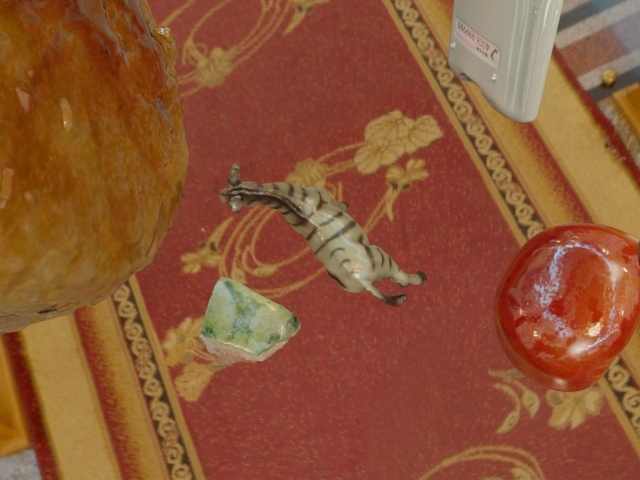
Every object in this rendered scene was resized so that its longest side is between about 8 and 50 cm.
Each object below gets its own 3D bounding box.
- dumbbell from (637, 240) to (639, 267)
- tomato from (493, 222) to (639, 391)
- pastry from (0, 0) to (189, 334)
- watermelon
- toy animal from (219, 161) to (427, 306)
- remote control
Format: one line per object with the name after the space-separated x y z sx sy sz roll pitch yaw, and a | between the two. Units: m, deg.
0.397 0.066 0.788 0.082 0.231 0.092 22 62 41 | dumbbell
0.413 0.104 1.224 0.226 0.299 0.299 35 79 17 | tomato
-0.193 -0.100 0.462 0.136 0.329 0.330 -16 68 20 | pastry
-0.128 0.124 1.020 0.121 0.158 0.098 45 56 -19 | watermelon
0.003 -0.005 0.777 0.217 0.176 0.073 42 106 17 | toy animal
0.117 -0.220 0.445 0.051 0.293 0.103 -14 40 -15 | remote control
